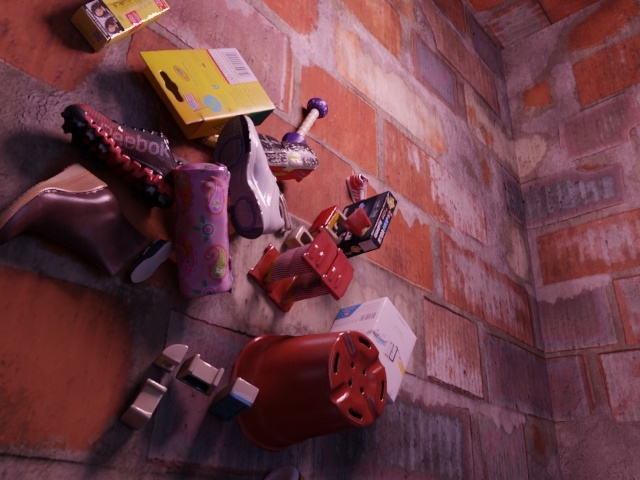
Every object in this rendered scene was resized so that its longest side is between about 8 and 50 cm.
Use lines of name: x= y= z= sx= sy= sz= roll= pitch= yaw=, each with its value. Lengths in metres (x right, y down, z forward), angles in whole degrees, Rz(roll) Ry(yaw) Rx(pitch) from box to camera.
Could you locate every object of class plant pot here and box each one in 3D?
plant pot: x=-0.014 y=0.322 z=1.234 sx=0.272 sy=0.265 sz=0.272 roll=24 pitch=57 yaw=-42

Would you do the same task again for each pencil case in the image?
pencil case: x=-0.244 y=-0.020 z=1.156 sx=0.124 sy=0.124 sz=0.284 roll=-14 pitch=107 yaw=-52

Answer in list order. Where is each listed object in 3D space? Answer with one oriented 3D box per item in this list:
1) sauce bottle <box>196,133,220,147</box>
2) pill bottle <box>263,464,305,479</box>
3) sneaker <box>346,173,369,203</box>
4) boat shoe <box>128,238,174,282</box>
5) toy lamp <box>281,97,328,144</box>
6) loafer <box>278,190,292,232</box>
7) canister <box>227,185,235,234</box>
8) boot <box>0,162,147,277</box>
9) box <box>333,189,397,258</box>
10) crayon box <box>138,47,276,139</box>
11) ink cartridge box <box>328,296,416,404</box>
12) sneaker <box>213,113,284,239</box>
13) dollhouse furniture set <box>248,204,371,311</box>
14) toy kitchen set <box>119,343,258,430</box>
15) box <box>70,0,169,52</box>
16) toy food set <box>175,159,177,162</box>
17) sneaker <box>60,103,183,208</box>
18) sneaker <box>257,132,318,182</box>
sauce bottle: x=-0.249 y=-0.247 z=1.382 sx=0.128 sy=0.042 sz=0.042 roll=12 pitch=65 yaw=-49
pill bottle: x=-0.050 y=0.592 z=1.204 sx=0.184 sy=0.103 sz=0.103 roll=59 pitch=39 yaw=-15
sneaker: x=0.133 y=-0.159 z=1.783 sx=0.042 sy=0.067 sz=0.118 roll=-29 pitch=97 yaw=-51
boat shoe: x=-0.354 y=0.038 z=1.132 sx=0.125 sy=0.038 sz=0.046 roll=-53 pitch=157 yaw=-41
toy lamp: x=-0.051 y=-0.327 z=1.627 sx=0.080 sy=0.080 sz=0.274 roll=49 pitch=42 yaw=-25
loafer: x=-0.113 y=-0.081 z=1.473 sx=0.039 sy=0.045 sz=0.125 roll=-27 pitch=99 yaw=-45
canister: x=-0.231 y=-0.070 z=1.301 sx=0.170 sy=0.073 sz=0.126 roll=-32 pitch=99 yaw=-50
boot: x=-0.446 y=-0.012 z=0.998 sx=0.207 sy=0.090 sz=0.248 roll=54 pitch=37 yaw=-17
box: x=0.121 y=-0.042 z=1.630 sx=0.051 sy=0.175 sz=0.220 roll=51 pitch=42 yaw=-24
crayon box: x=-0.278 y=-0.360 z=1.331 sx=0.318 sy=0.081 sz=0.202 roll=-27 pitch=82 yaw=-52
ink cartridge box: x=0.122 y=0.303 z=1.484 sx=0.168 sy=0.171 sz=0.232 roll=54 pitch=41 yaw=-20
sneaker: x=-0.162 y=-0.148 z=1.293 sx=0.129 sy=0.111 sz=0.297 roll=-2 pitch=81 yaw=-59
dollhouse furniture set: x=0.000 y=0.000 z=1.444 sx=0.152 sy=0.201 sz=0.374 roll=53 pitch=42 yaw=-21
toy kitchen set: x=-0.261 y=0.329 z=1.084 sx=0.207 sy=0.122 sz=0.166 roll=34 pitch=48 yaw=-11
box: x=-0.445 y=-0.511 z=1.244 sx=0.087 sy=0.058 sz=0.232 roll=54 pitch=40 yaw=-19
toy food set: x=-0.342 y=-0.150 z=1.242 sx=0.083 sy=0.020 sz=0.082 roll=-5 pitch=78 yaw=-52
sneaker: x=-0.390 y=-0.190 z=1.127 sx=0.276 sy=0.098 sz=0.135 roll=43 pitch=57 yaw=-33
sneaker: x=-0.129 y=-0.197 z=1.445 sx=0.279 sy=0.118 sz=0.107 roll=5 pitch=49 yaw=-42
